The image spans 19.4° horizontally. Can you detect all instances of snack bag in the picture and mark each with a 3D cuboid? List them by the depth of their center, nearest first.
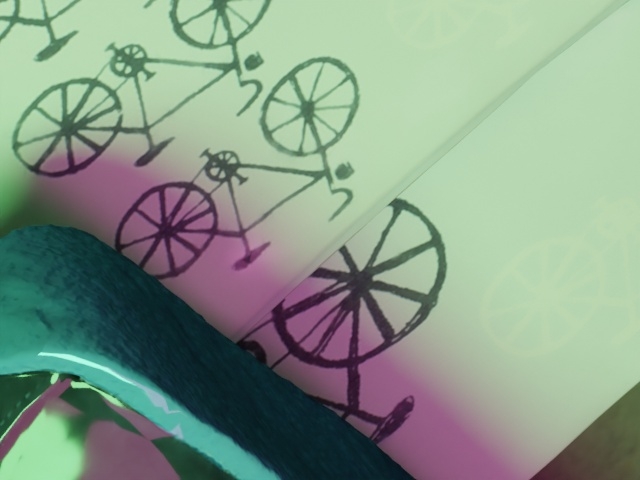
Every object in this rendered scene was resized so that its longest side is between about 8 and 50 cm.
[{"bbox_3d":[0.000,0.000,0.584,0.323,0.037,0.342,-41,131,-2],"label":"snack bag"}]

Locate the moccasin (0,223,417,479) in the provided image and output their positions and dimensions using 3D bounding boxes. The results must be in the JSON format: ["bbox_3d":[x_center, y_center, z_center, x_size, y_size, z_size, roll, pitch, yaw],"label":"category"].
[{"bbox_3d":[-0.014,0.121,0.568,0.117,0.137,0.342,-42,123,6],"label":"moccasin"}]
